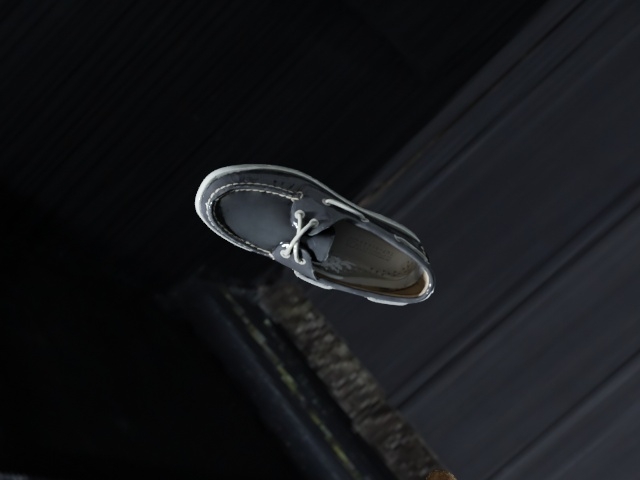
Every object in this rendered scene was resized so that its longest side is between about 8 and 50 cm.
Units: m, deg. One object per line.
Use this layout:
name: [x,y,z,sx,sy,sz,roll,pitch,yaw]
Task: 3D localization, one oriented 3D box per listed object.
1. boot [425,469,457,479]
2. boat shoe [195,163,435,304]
boot: [0.016,0.215,0.526,0.280,0.096,0.264,-52,-53,-40]
boat shoe: [0.000,0.000,0.572,0.125,0.046,0.038,24,-165,-23]
